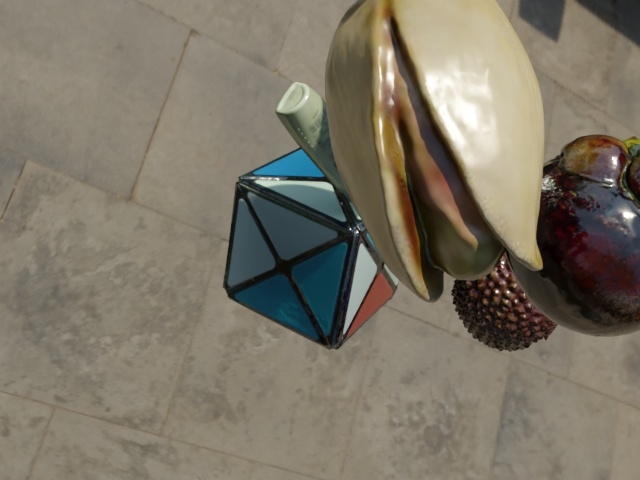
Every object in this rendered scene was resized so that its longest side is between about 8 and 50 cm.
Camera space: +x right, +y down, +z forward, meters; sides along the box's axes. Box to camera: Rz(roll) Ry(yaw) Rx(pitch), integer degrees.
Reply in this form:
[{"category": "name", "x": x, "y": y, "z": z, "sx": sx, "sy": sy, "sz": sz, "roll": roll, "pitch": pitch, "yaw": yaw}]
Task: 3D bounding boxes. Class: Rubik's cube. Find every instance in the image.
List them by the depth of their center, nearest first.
[{"category": "Rubik's cube", "x": 0.000, "y": 0.000, "z": 1.266, "sx": 0.250, "sy": 0.246, "sz": 0.249, "roll": -35, "pitch": 140, "yaw": -50}]

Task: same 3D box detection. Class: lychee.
[{"category": "lychee", "x": 0.300, "y": 0.088, "z": 1.162, "sx": 0.188, "sy": 0.188, "sz": 0.188, "roll": 6, "pitch": 78, "yaw": -29}]

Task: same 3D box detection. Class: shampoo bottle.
[{"category": "shampoo bottle", "x": 0.010, "y": -0.136, "z": 1.033, "sx": 0.072, "sy": 0.049, "sz": 0.212, "roll": -61, "pitch": 140, "yaw": -20}]

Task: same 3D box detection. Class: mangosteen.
[{"category": "mangosteen", "x": 0.250, "y": -0.004, "z": 0.610, "sx": 0.172, "sy": 0.183, "sz": 0.173, "roll": 39, "pitch": 42, "yaw": -47}]

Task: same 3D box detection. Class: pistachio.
[{"category": "pistachio", "x": 0.069, "y": -0.072, "z": 0.442, "sx": 0.143, "sy": 0.144, "sz": 0.215, "roll": 8, "pitch": 57, "yaw": -28}]
